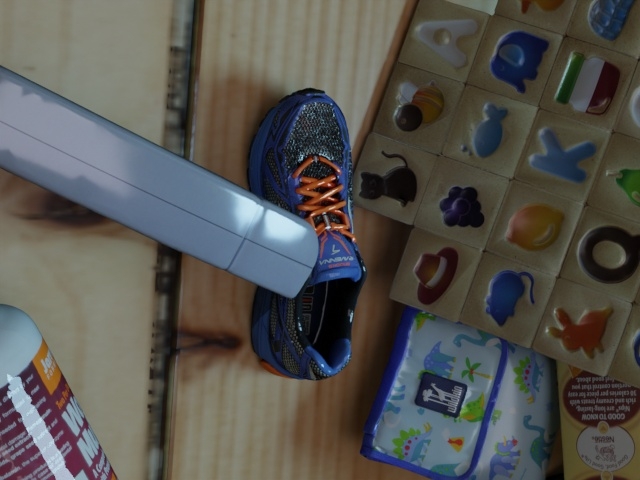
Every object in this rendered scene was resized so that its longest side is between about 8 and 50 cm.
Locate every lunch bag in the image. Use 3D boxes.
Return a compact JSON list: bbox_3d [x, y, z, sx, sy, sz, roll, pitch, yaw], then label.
[{"bbox_3d":[0.113,0.127,1.040,0.151,0.096,0.128,21,83,-23],"label":"lunch bag"}]

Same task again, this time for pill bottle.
[{"bbox_3d":[-0.218,0.118,0.851,0.121,0.121,0.221,-30,112,-19],"label":"pill bottle"}]

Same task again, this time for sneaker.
[{"bbox_3d":[0.000,0.000,0.960,0.083,0.087,0.221,-8,103,-27],"label":"sneaker"}]

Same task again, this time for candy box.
[{"bbox_3d":[0.271,0.076,1.049,0.183,0.088,0.316,2,83,-42],"label":"candy box"}]

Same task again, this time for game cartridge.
[{"bbox_3d":[-0.149,-0.056,0.810,0.297,0.198,0.062,27,87,-29],"label":"game cartridge"}]

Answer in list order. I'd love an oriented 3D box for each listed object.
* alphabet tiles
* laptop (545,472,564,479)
[{"bbox_3d":[0.204,-0.053,0.971,0.343,0.011,0.285,20,90,13],"label":"alphabet tiles"},{"bbox_3d":[0.352,0.248,1.232,0.264,0.137,0.234,-39,118,-44],"label":"laptop"}]
